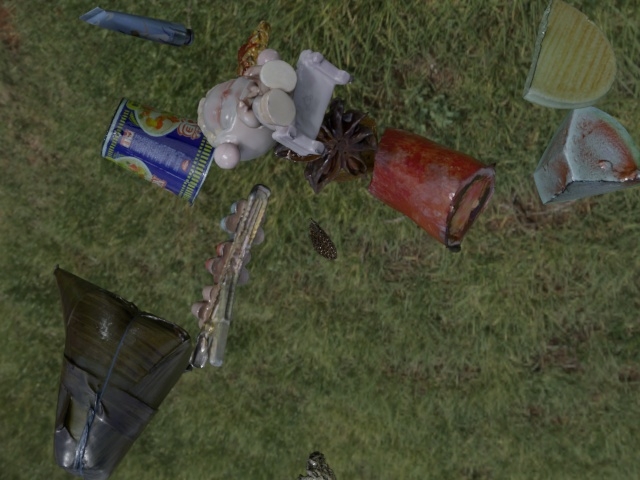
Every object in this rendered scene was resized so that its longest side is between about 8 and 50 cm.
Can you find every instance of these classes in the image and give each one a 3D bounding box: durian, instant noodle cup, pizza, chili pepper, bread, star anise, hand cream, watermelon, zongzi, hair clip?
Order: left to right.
[{"bbox_3d":[-0.314,0.164,0.830,0.242,0.221,0.112,28,149,6],"label":"zongzi"},{"bbox_3d":[-0.425,-0.508,1.524,0.091,0.058,0.271,1,-177,44],"label":"hand cream"},{"bbox_3d":[-0.488,-0.289,1.964,0.312,0.284,0.284,22,136,-15],"label":"instant noodle cup"},{"bbox_3d":[-0.103,0.038,0.714,0.056,0.213,0.062,-3,156,42],"label":"hair clip"},{"bbox_3d":[-0.190,-0.478,1.699,0.062,0.198,0.188,20,125,-18],"label":"pizza"},{"bbox_3d":[0.008,-0.006,1.679,0.052,0.066,0.130,-34,90,31],"label":"durian"},{"bbox_3d":[0.010,-0.198,1.305,0.214,0.099,0.220,-1,137,-7],"label":"star anise"},{"bbox_3d":[0.052,-0.231,1.612,0.143,0.158,0.149,-2,177,43],"label":"bread"},{"bbox_3d":[0.244,-0.133,1.559,0.305,0.229,0.251,27,-175,21],"label":"chili pepper"},{"bbox_3d":[0.334,-0.233,0.847,0.112,0.193,0.036,22,152,-1],"label":"bread"},{"bbox_3d":[0.737,-0.233,1.771,0.320,0.214,0.289,1,111,35],"label":"watermelon"}]

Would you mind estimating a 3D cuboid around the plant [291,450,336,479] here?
[{"bbox_3d":[-0.032,0.410,1.052,0.122,0.104,0.116,-13,107,-4],"label":"plant"}]

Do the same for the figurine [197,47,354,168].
[{"bbox_3d":[-0.086,-0.191,0.927,0.145,0.181,0.257,0,-176,-37],"label":"figurine"}]
